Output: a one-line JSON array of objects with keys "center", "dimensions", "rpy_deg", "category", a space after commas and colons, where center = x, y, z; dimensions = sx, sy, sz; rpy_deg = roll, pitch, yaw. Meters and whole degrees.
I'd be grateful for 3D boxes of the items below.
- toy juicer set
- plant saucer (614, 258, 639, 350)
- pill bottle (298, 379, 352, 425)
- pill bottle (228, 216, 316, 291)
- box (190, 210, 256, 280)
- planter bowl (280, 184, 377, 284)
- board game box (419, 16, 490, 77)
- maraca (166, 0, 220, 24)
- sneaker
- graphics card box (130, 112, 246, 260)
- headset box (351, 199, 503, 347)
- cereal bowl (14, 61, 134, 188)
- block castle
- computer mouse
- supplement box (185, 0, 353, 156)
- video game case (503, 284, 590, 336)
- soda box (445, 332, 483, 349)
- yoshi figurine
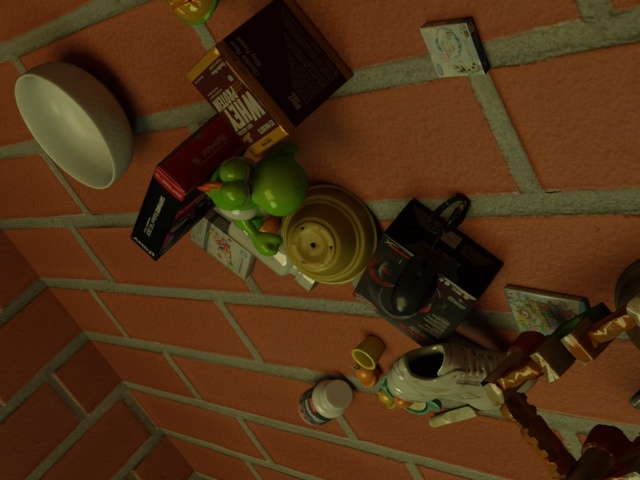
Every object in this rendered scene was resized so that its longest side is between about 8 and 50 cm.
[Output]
[{"center": [0.206, 0.387, 2.090], "dimensions": [0.329, 0.089, 0.209], "rpy_deg": [34, 148, 14], "category": "toy juicer set"}, {"center": [0.606, 0.137, 1.382], "dimensions": [0.278, 0.041, 0.277], "rpy_deg": [28, 145, 22], "category": "plant saucer"}, {"center": [0.016, 0.443, 2.356], "dimensions": [0.108, 0.108, 0.180], "rpy_deg": [43, 149, 0], "category": "pill bottle"}, {"center": [-0.081, 0.004, 1.910], "dimensions": [0.229, 0.131, 0.131], "rpy_deg": [39, 149, 7], "category": "pill bottle"}, {"center": [-0.248, 0.005, 2.191], "dimensions": [0.186, 0.038, 0.145], "rpy_deg": [36, 149, 9], "category": "box"}, {"center": [0.000, 0.000, 1.754], "dimensions": [0.217, 0.090, 0.217], "rpy_deg": [6, 107, 21], "category": "planter bowl"}, {"center": [0.208, -0.297, 1.323], "dimensions": [0.090, 0.020, 0.090], "rpy_deg": [6, 134, 44], "category": "board game box"}, {"center": [-0.227, -0.480, 1.528], "dimensions": [0.127, 0.099, 0.185], "rpy_deg": [23, 118, 26], "category": "maraca"}, {"center": [0.290, 0.267, 1.701], "dimensions": [0.305, 0.114, 0.152], "rpy_deg": [-2, 150, -4], "category": "sneaker"}, {"center": [-0.291, -0.118, 1.903], "dimensions": [0.094, 0.233, 0.371], "rpy_deg": [43, 148, 0], "category": "graphics card box"}, {"center": [0.201, 0.087, 1.709], "dimensions": [0.218, 0.110, 0.293], "rpy_deg": [36, 148, 9], "category": "headset box"}, {"center": [-0.582, -0.299, 2.101], "dimensions": [0.339, 0.141, 0.339], "rpy_deg": [28, 146, 22], "category": "cereal bowl"}, {"center": [0.507, 0.224, 1.369], "dimensions": [0.303, 0.213, 0.453], "rpy_deg": [52, 143, 7], "category": "block castle"}, {"center": [0.198, 0.027, 1.541], "dimensions": [0.071, 0.242, 0.041], "rpy_deg": [26, -178, 10], "category": "computer mouse"}, {"center": [-0.089, -0.290, 1.499], "dimensions": [0.191, 0.194, 0.129], "rpy_deg": [50, 148, -11], "category": "supplement box"}, {"center": [0.433, 0.142, 1.606], "dimensions": [0.166, 0.015, 0.119], "rpy_deg": [9, 135, 43], "category": "video game case"}, {"center": [0.312, 0.257, 1.837], "dimensions": [0.183, 0.063, 0.058], "rpy_deg": [29, 146, 20], "category": "soda box"}, {"center": [-0.101, -0.090, 1.661], "dimensions": [0.203, 0.203, 0.362], "rpy_deg": [53, -179, 3], "category": "yoshi figurine"}]
